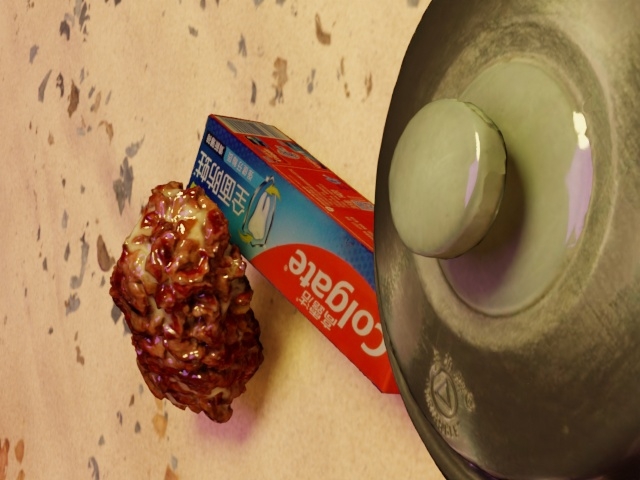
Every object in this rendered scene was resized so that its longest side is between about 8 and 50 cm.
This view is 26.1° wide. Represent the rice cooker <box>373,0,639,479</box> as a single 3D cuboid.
[{"bbox_3d":[0.161,-0.008,0.544,0.316,0.316,0.264,0,84,56],"label":"rice cooker"}]

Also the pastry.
[{"bbox_3d":[-0.101,0.051,1.048,0.115,0.097,0.208,32,151,24],"label":"pastry"}]

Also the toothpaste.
[{"bbox_3d":[0.000,0.001,0.995,0.320,0.066,0.076,41,118,52],"label":"toothpaste"}]
